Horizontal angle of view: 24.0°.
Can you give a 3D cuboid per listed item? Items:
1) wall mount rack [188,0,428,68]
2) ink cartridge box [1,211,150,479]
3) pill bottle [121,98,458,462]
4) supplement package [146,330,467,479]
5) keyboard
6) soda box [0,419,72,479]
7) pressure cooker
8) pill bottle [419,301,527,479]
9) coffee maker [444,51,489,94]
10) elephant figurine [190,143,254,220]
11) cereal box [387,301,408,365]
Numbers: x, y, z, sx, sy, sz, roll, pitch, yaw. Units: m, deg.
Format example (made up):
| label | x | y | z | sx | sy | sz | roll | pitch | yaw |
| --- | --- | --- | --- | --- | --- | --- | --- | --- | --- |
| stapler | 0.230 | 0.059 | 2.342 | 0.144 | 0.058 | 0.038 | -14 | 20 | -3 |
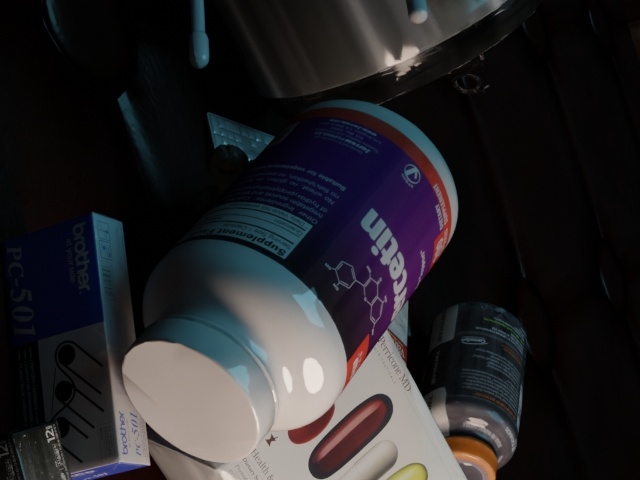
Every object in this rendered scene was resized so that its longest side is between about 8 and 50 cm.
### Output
| label | x | y | z | sx | sy | sz | roll | pitch | yaw |
| --- | --- | --- | --- | --- | --- | --- | --- | --- | --- |
| wall mount rack | -0.035 | -0.328 | 1.386 | 0.130 | 0.350 | 0.304 | -54 | 133 | -81 |
| ink cartridge box | -0.201 | 0.090 | 1.224 | 0.046 | 0.097 | 0.207 | 22 | 55 | -59 |
| pill bottle | -0.024 | 0.032 | 1.255 | 0.323 | 0.182 | 0.181 | -51 | 122 | -42 |
| supplement package | -0.013 | 0.199 | 1.372 | 0.203 | 0.149 | 0.194 | -40 | 116 | -24 |
| keyboard | -0.032 | -0.081 | 1.697 | 0.256 | 0.014 | 0.072 | 18 | 55 | -47 |
| soda box | -0.217 | 0.228 | 1.156 | 0.060 | 0.053 | 0.168 | -11 | 83 | -63 |
| pressure cooker | 0.010 | -0.383 | 1.637 | 0.370 | 0.376 | 0.420 | -89 | 154 | -69 |
| pill bottle | 0.186 | 0.202 | 1.879 | 0.130 | 0.130 | 0.245 | 56 | 30 | -31 |
| coffee maker | 0.201 | -0.342 | 2.286 | 0.171 | 0.120 | 0.178 | 80 | 15 | -46 |
| elephant figurine | -0.053 | -0.016 | 1.497 | 0.169 | 0.186 | 0.239 | -36 | 114 | -35 |
| cereal box | 0.047 | 0.024 | 1.807 | 0.173 | 0.047 | 0.240 | 45 | 38 | -41 |
